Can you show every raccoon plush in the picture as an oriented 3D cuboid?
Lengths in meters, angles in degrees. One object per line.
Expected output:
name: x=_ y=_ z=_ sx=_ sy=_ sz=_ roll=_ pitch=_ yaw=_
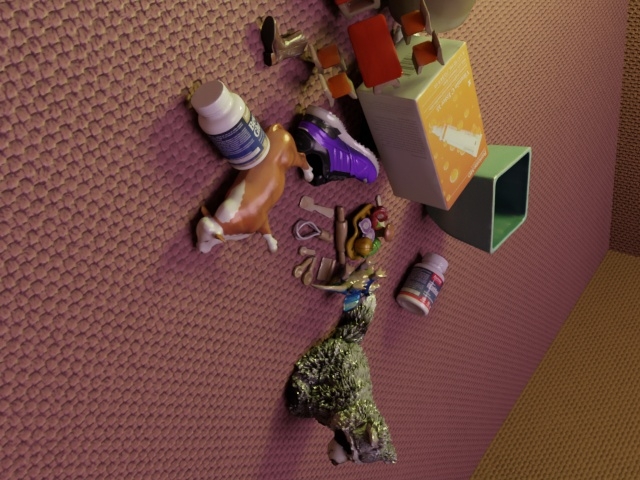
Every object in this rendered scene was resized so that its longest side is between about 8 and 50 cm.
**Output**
raccoon plush: x=0.112 y=0.352 z=1.772 sx=0.216 sy=0.299 sz=0.446 roll=33 pitch=77 yaw=-54

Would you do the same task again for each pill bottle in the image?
pill bottle: x=-0.172 y=-0.219 z=1.305 sx=0.094 sy=0.094 sz=0.169 roll=-59 pitch=143 yaw=-18
pill bottle: x=0.319 y=0.131 z=2.129 sx=0.180 sy=0.108 sz=0.108 roll=-59 pitch=143 yaw=-18

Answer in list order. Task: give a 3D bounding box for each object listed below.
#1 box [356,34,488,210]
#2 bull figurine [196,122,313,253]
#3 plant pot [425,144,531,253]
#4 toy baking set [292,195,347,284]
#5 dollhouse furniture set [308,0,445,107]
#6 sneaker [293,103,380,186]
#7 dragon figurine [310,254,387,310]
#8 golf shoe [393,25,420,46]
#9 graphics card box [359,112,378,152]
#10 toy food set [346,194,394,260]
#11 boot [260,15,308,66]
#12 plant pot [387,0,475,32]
box: x=0.253 y=-0.277 z=1.644 sx=0.215 sy=0.168 sz=0.345 roll=-51 pitch=139 yaw=-23
bull figurine: x=-0.131 y=-0.086 z=1.419 sx=0.310 sy=0.101 sz=0.188 roll=-59 pitch=149 yaw=-11
plant pot: x=0.454 y=-0.148 z=2.062 sx=0.248 sy=0.252 sz=0.247 roll=-36 pitch=132 yaw=-41
toy baking set: x=0.004 y=-0.001 z=1.702 sx=0.196 sy=0.030 sz=0.256 roll=-26 pitch=125 yaw=-46
dollhouse furniture set: x=0.099 y=-0.444 z=1.451 sx=0.135 sy=0.262 sz=0.259 roll=43 pitch=29 yaw=-73
sneaker: x=0.024 y=-0.181 z=1.600 sx=0.293 sy=0.102 sz=0.146 roll=36 pitch=79 yaw=-49
dragon figurine: x=0.075 y=0.122 z=1.776 sx=0.289 sy=0.085 sz=0.144 roll=-25 pitch=158 yaw=-44
golf shoe: x=0.247 y=-0.509 z=1.783 sx=0.176 sy=0.069 sz=0.086 roll=-13 pitch=109 yaw=-52
graphics card box: x=0.252 y=-0.357 z=1.830 sx=0.371 sy=0.094 sz=0.233 roll=-12 pitch=115 yaw=-50
toy food set: x=0.146 y=-0.027 z=1.824 sx=0.218 sy=0.071 sz=0.128 roll=-46 pitch=137 yaw=-46
boot: x=-0.069 y=-0.417 z=1.409 sx=0.114 sy=0.037 sz=0.106 roll=-33 pitch=143 yaw=-38
plant pot: x=0.262 y=-0.645 z=1.573 sx=0.323 sy=0.323 sz=0.280 roll=-48 pitch=155 yaw=-31
